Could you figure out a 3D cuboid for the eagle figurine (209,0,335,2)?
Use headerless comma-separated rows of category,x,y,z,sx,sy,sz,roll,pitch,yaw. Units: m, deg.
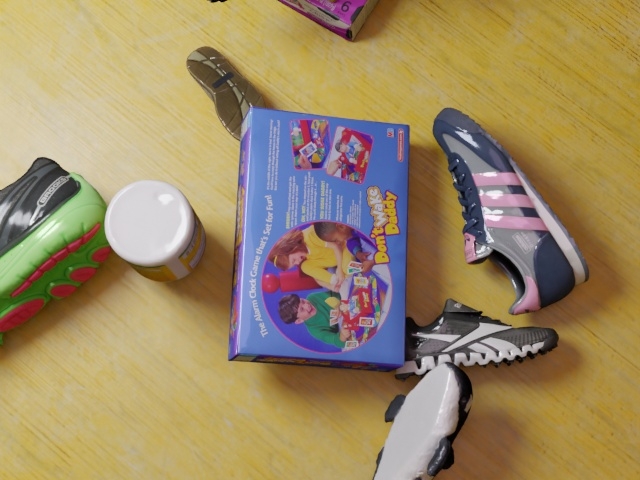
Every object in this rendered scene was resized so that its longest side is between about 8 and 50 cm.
eagle figurine,-0.006,-0.430,1.607,0.299,0.226,0.225,6,99,-1

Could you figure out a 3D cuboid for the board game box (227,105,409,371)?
board game box,0.000,0.000,1.611,0.234,0.078,0.347,6,76,-12

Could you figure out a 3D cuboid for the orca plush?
orca plush,0.148,0.309,1.574,0.102,0.151,0.287,22,83,-30

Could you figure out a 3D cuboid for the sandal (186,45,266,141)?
sandal,-0.136,-0.214,1.713,0.072,0.049,0.180,-33,65,-10

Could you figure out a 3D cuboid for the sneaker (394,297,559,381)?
sneaker,0.213,0.129,1.617,0.234,0.078,0.106,-9,81,2

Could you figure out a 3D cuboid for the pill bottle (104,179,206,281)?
pill bottle,-0.220,-0.006,1.588,0.118,0.208,0.117,0,80,2

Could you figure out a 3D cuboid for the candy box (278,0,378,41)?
candy box,0.041,-0.439,1.735,0.159,0.071,0.233,31,81,8

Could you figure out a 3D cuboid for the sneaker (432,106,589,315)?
sneaker,0.236,-0.040,1.632,0.131,0.112,0.319,-35,79,-8

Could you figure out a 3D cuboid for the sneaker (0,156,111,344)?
sneaker,-0.522,0.055,1.626,0.483,0.185,0.202,-32,62,-8
